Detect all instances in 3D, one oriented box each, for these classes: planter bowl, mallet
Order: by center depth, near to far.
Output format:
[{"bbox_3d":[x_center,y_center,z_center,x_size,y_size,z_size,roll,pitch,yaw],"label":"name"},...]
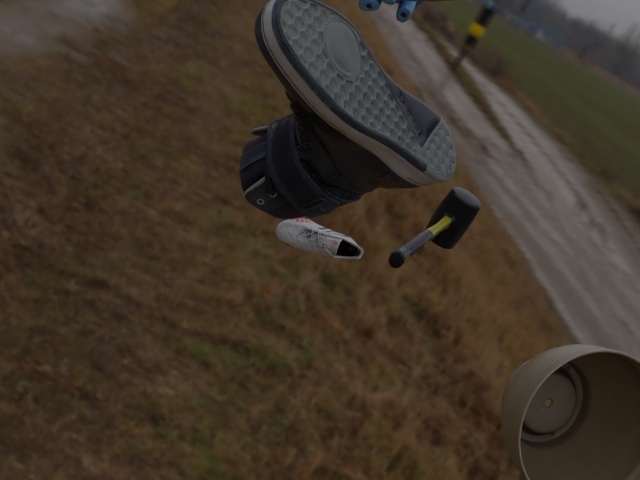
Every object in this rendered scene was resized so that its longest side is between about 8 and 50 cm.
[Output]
[{"bbox_3d":[0.104,0.001,1.208,0.039,0.062,0.189,37,33,12],"label":"mallet"},{"bbox_3d":[0.246,0.173,1.210,0.162,0.162,0.109,26,2,-21],"label":"planter bowl"}]

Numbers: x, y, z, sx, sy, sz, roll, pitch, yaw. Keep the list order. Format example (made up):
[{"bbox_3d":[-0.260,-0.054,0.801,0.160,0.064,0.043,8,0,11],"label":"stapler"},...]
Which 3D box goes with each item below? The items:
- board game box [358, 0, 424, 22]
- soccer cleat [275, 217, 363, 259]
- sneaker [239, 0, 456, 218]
[{"bbox_3d":[-0.072,-0.424,1.336,0.389,0.050,0.390,15,-32,14],"label":"board game box"},{"bbox_3d":[0.000,0.000,1.078,0.083,0.029,0.035,18,2,-28],"label":"soccer cleat"},{"bbox_3d":[-0.020,-0.091,0.931,0.226,0.163,0.086,39,49,-44],"label":"sneaker"}]
